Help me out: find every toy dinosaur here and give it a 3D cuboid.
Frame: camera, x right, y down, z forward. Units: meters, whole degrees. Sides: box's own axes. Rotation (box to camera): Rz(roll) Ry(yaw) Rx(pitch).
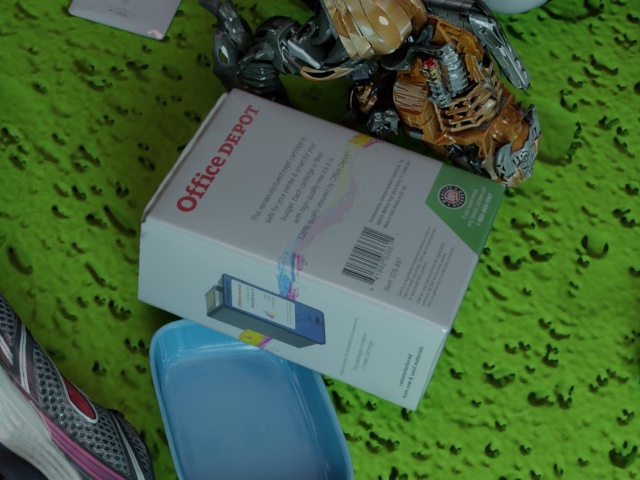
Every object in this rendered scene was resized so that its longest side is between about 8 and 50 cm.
[{"bbox_3d":[0.037,-0.168,0.884,0.164,0.218,0.322,-32,110,-33],"label":"toy dinosaur"}]

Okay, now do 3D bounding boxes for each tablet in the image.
[{"bbox_3d":[-0.158,-0.196,1.017,0.083,0.006,0.054,17,64,6],"label":"tablet"}]

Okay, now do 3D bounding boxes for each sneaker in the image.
[{"bbox_3d":[-0.187,0.122,0.806,0.112,0.121,0.299,-17,64,-38],"label":"sneaker"}]

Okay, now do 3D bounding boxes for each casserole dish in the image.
[{"bbox_3d":[-0.049,0.121,0.815,0.114,0.037,0.188,-4,43,-19],"label":"casserole dish"}]

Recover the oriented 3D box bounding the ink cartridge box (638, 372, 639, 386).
[{"bbox_3d":[0.318,0.057,0.900,0.145,0.045,0.179,20,46,9],"label":"ink cartridge box"}]

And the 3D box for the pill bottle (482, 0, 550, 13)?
[{"bbox_3d":[0.199,-0.295,0.983,0.323,0.181,0.181,-26,67,-15],"label":"pill bottle"}]

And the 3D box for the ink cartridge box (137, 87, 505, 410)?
[{"bbox_3d":[0.000,0.000,0.857,0.212,0.093,0.154,21,47,7],"label":"ink cartridge box"}]
